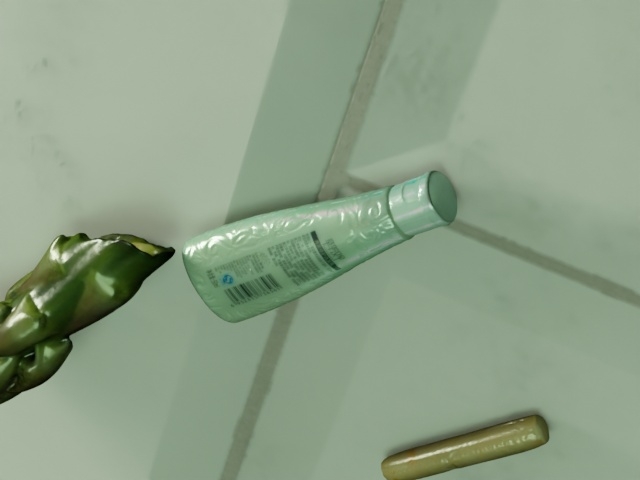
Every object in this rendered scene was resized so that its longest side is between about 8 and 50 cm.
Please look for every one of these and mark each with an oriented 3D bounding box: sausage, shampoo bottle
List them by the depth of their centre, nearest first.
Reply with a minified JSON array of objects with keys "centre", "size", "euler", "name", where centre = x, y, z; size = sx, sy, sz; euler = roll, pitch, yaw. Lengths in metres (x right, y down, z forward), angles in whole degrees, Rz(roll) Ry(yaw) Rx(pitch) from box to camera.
[{"centre":[0.000,0.000,1.090],"size":[0.191,0.041,0.069],"euler":[-21,110,31],"name":"shampoo bottle"},{"centre":[0.098,0.148,1.171],"size":[0.132,0.024,0.024],"euler":[-20,115,30],"name":"sausage"}]

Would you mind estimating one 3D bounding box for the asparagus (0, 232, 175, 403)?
[{"centre":[-0.210,0.061,1.195],"size":[0.080,0.080,0.287],"euler":[43,120,-12],"name":"asparagus"}]
